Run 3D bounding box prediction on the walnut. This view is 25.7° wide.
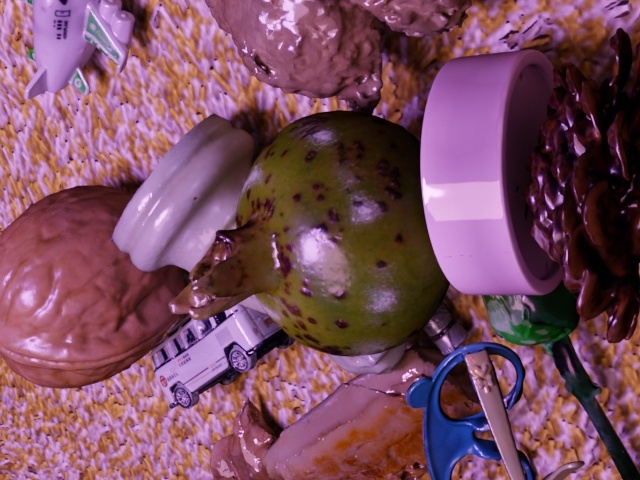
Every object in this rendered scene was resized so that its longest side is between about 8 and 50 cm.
[{"bbox_3d":[-0.257,0.051,1.482,0.228,0.228,0.228,18,125,28],"label":"walnut"}]

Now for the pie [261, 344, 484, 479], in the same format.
[{"bbox_3d":[0.052,0.201,1.441,0.129,0.068,0.282,37,128,-15],"label":"pie"}]

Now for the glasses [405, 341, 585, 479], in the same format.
[{"bbox_3d":[0.193,0.217,1.304,0.207,0.102,0.239,28,140,39],"label":"glasses"}]

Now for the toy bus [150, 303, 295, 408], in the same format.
[{"bbox_3d":[-0.110,0.111,1.506,0.194,0.087,0.089,-37,84,44],"label":"toy bus"}]

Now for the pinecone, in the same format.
[{"bbox_3d":[0.298,-0.045,1.032,0.292,0.246,0.246,-4,114,21],"label":"pinecone"}]

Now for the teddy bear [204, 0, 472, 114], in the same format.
[{"bbox_3d":[0.013,-0.231,1.167,0.267,0.156,0.256,38,133,11],"label":"teddy bear"}]

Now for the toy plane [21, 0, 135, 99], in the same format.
[{"bbox_3d":[-0.261,-0.223,1.422,0.174,0.080,0.174,16,122,28],"label":"toy plane"}]

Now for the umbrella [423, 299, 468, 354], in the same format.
[{"bbox_3d":[0.068,0.034,1.352,0.188,0.050,0.046,50,155,1],"label":"umbrella"}]

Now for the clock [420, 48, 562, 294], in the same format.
[{"bbox_3d":[0.148,-0.054,1.134,0.068,0.197,0.196,-2,115,27],"label":"clock"}]

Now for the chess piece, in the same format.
[{"bbox_3d":[-0.042,0.028,1.361,0.298,0.176,0.175,39,132,4],"label":"chess piece"}]

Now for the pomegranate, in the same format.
[{"bbox_3d":[0.000,0.000,1.168,0.211,0.263,0.211,33,128,54],"label":"pomegranate"}]

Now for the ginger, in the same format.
[{"bbox_3d":[-0.049,0.286,1.577,0.214,0.059,0.133,51,138,3],"label":"ginger"}]

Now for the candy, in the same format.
[{"bbox_3d":[0.240,0.137,1.277,0.097,0.097,0.323,-15,113,41],"label":"candy"}]
